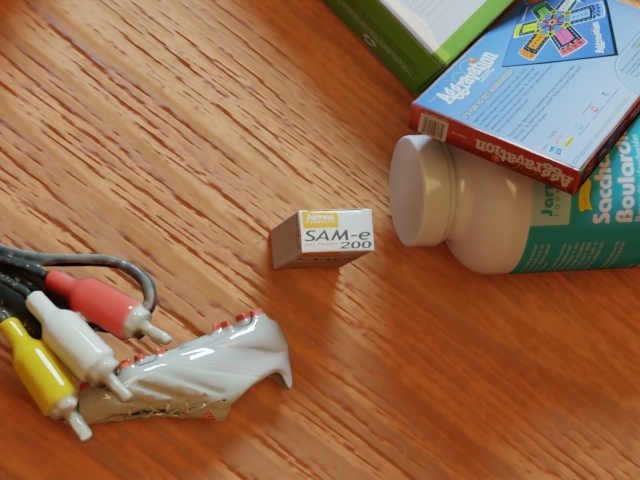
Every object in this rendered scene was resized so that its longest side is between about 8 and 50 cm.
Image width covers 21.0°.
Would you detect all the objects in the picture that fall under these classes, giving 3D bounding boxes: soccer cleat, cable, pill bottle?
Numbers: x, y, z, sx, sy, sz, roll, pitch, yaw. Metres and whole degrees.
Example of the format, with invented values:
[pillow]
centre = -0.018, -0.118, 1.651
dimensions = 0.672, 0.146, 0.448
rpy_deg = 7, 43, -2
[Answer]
[soccer cleat]
centre = -0.111, 0.118, 1.376
dimensions = 0.196, 0.068, 0.076
rpy_deg = -21, 90, -21
[cable]
centre = -0.240, 0.022, 1.320
dimensions = 0.287, 0.072, 0.139
rpy_deg = 38, 73, 7
[pill bottle]
centre = 0.196, -0.045, 1.445
dimensions = 0.264, 0.146, 0.146
rpy_deg = -3, 82, -16

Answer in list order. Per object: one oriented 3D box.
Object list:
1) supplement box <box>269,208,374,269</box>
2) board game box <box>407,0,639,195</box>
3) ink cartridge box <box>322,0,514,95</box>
[supplement box]
centre = 0.000, 0.000, 1.408
dimensions = 0.062, 0.098, 0.036
rpy_deg = -2, 81, -15
[board game box]
centre = 0.196, -0.135, 1.419
dimensions = 0.145, 0.027, 0.281
rpy_deg = 25, 39, 18
[ink cartridge box]
centre = 0.066, -0.285, 1.478
dimensions = 0.255, 0.097, 0.189
rpy_deg = 45, 73, -1
